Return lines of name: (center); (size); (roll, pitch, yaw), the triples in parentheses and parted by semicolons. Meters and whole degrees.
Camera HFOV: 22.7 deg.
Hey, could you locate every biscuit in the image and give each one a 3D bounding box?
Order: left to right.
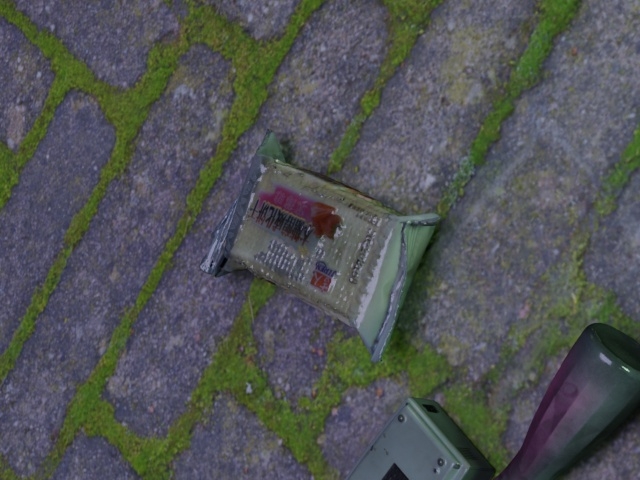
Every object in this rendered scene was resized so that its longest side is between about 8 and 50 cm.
biscuit: (-0.002, 0.004, 1.788); (0.309, 0.079, 0.186); (28, 96, 39)

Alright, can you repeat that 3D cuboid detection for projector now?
projector: (0.093, 0.254, 1.661); (0.115, 0.061, 0.147); (48, 112, 35)

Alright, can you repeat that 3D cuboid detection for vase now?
vase: (0.235, 0.186, 1.548); (0.086, 0.086, 0.214); (50, 117, 36)
